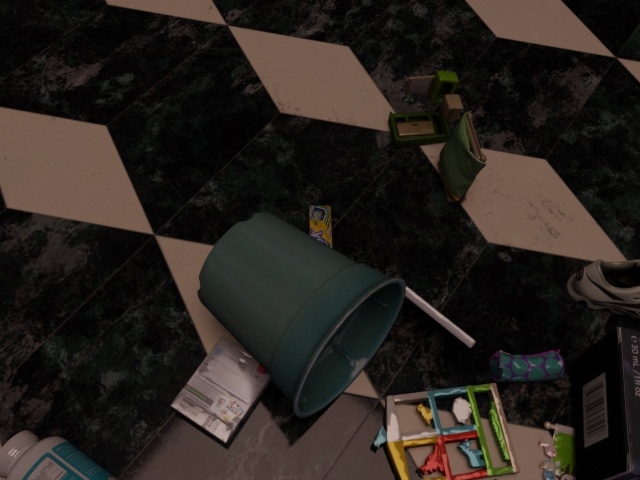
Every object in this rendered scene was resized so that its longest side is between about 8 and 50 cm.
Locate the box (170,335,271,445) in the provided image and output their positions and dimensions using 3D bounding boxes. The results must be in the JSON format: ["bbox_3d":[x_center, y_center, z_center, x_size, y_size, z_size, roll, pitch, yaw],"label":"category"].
[{"bbox_3d":[-0.206,0.319,1.355,0.145,0.038,0.186,29,64,11],"label":"box"}]

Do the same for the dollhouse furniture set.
[{"bbox_3d":[0.291,-0.259,1.624,0.151,0.197,0.302,-5,61,-9],"label":"dollhouse furniture set"}]

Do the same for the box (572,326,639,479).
[{"bbox_3d":[0.748,0.384,1.279,0.395,0.212,0.294,12,58,-1],"label":"box"}]

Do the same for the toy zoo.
[{"bbox_3d":[0.254,0.415,1.341,0.293,0.030,0.192,-6,62,-7],"label":"toy zoo"}]

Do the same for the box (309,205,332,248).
[{"bbox_3d":[0.000,0.000,1.536,0.054,0.059,0.169,-1,61,-2],"label":"box"}]

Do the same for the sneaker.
[{"bbox_3d":[0.772,0.118,1.483,0.330,0.146,0.122,9,59,-1],"label":"sneaker"}]

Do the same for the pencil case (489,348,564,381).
[{"bbox_3d":[0.461,0.280,1.412,0.151,0.064,0.070,0,86,-5],"label":"pencil case"}]

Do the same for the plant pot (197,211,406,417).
[{"bbox_3d":[-0.058,0.130,1.325,0.334,0.341,0.341,35,64,23],"label":"plant pot"}]

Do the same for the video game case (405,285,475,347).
[{"bbox_3d":[0.263,0.170,1.403,0.190,0.173,0.022,39,92,16],"label":"video game case"}]

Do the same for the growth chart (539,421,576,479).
[{"bbox_3d":[0.547,0.504,1.319,0.172,0.021,0.237,6,59,-2],"label":"growth chart"}]

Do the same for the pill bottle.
[{"bbox_3d":[-0.484,0.470,1.188,0.264,0.146,0.146,31,63,13],"label":"pill bottle"}]

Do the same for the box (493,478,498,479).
[{"bbox_3d":[0.300,0.628,1.052,0.294,0.296,0.182,40,28,17],"label":"box"}]
